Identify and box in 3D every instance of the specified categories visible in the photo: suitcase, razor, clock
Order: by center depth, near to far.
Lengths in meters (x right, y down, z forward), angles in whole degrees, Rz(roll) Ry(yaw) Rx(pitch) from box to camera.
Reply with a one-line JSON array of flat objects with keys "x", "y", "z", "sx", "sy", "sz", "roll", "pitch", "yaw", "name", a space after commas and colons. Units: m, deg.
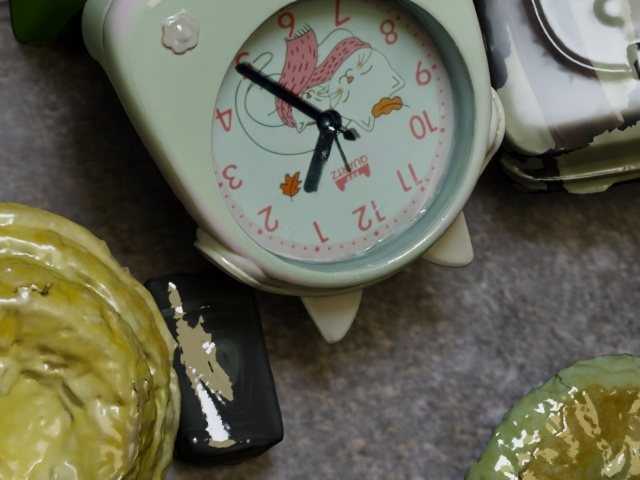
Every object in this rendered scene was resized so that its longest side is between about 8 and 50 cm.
[{"x": -0.004, "y": -0.091, "z": 1.455, "sx": 0.265, "sy": 0.108, "sz": 0.324, "roll": -29, "pitch": 113, "yaw": -16, "name": "clock"}, {"x": -0.080, "y": 0.094, "z": 1.482, "sx": 0.090, "sy": 0.054, "sz": 0.148, "roll": -9, "pitch": 77, "yaw": -24, "name": "razor"}, {"x": 0.268, "y": -0.218, "z": 1.625, "sx": 0.339, "sy": 0.194, "sz": 0.352, "roll": -11, "pitch": 76, "yaw": 1, "name": "suitcase"}]

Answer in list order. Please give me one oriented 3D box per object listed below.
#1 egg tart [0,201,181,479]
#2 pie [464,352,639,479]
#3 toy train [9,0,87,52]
[{"x": -0.218, "y": 0.118, "z": 1.333, "sx": 0.290, "sy": 0.115, "sz": 0.290, "roll": 1, "pitch": 87, "yaw": -22, "name": "egg tart"}, {"x": 0.237, "y": 0.241, "z": 1.548, "sx": 0.306, "sy": 0.071, "sz": 0.306, "roll": 6, "pitch": 70, "yaw": -16, "name": "pie"}, {"x": -0.104, "y": -0.275, "z": 1.539, "sx": 0.307, "sy": 0.173, "sz": 0.249, "roll": -4, "pitch": 80, "yaw": -23, "name": "toy train"}]
